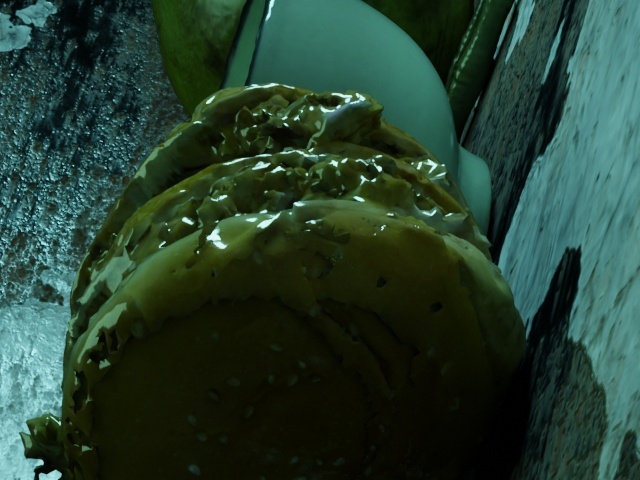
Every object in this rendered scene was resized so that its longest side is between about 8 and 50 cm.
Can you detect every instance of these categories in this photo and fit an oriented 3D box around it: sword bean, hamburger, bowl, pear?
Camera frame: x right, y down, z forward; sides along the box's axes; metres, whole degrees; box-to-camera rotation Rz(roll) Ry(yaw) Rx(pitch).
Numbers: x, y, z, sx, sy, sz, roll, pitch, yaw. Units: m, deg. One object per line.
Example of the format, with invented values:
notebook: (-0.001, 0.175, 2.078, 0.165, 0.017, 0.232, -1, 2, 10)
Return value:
sword bean: (0.124, -0.145, 1.389, 0.043, 0.038, 0.269, -116, 38, -49)
hamburger: (-0.027, 0.061, 0.866, 0.211, 0.261, 0.245, -113, 7, -64)
bowl: (0.000, 0.000, 1.143, 0.354, 0.185, 0.353, -163, 90, -82)
pear: (-0.008, -0.241, 1.676, 0.413, 0.352, 0.352, 131, 157, -77)
